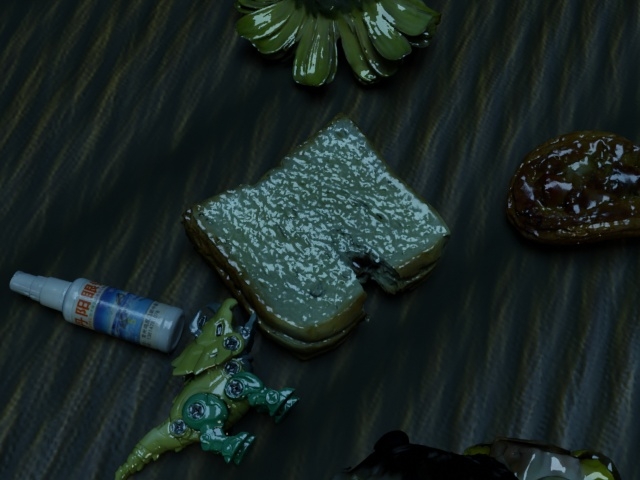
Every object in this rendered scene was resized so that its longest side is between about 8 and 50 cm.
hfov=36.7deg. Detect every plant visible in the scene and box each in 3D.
[{"bbox_3d":[0.022,-0.393,1.402,0.305,0.297,0.261,3,27,17],"label":"plant"}]

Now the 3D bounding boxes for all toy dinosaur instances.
[{"bbox_3d":[-0.134,0.200,1.106,0.153,0.094,0.259,32,78,16],"label":"toy dinosaur"}]

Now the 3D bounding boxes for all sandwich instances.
[{"bbox_3d":[0.000,-0.001,1.223,0.273,0.095,0.249,-34,70,-21],"label":"sandwich"}]

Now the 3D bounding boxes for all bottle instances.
[{"bbox_3d":[-0.276,0.081,1.182,0.217,0.060,0.060,16,60,8],"label":"bottle"}]

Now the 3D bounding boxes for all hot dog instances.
[{"bbox_3d":[0.359,-0.063,1.276,0.226,0.099,0.161,-12,60,-6],"label":"hot dog"}]

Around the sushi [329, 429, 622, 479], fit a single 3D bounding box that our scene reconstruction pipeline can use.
[{"bbox_3d":[0.154,0.359,0.925,0.285,0.329,0.328,0,46,-37],"label":"sushi"}]
